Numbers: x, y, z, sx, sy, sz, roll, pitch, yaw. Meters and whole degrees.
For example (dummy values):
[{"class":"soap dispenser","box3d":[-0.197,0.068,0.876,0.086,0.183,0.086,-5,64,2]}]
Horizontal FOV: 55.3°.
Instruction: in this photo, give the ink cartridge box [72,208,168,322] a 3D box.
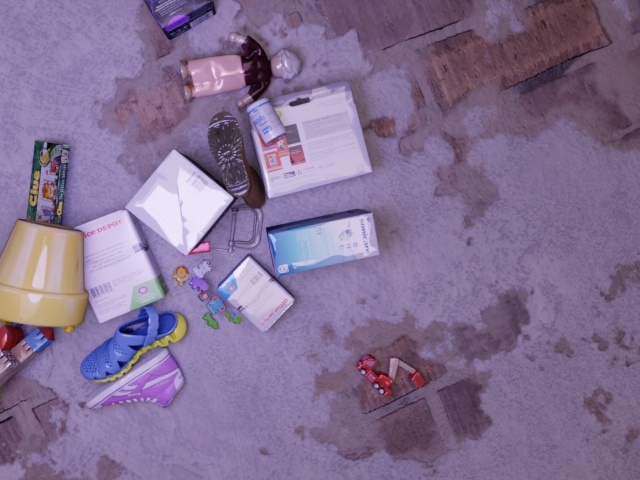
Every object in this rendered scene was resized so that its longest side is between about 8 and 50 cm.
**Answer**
[{"class":"ink cartridge box","box3d":[-0.582,0.067,1.740,0.198,0.115,0.273,-22,98,-4]}]

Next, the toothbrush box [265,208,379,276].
[{"class":"toothbrush box","box3d":[0.000,0.000,1.755,0.295,0.216,0.126,-11,97,-5]}]

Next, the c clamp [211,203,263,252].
[{"class":"c clamp","box3d":[-0.242,-0.036,1.819,0.137,0.022,0.161,12,94,-9]}]

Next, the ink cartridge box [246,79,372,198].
[{"class":"ink cartridge box","box3d":[-0.037,-0.287,1.765,0.309,0.130,0.272,-14,95,-6]}]

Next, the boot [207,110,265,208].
[{"class":"boot","box3d":[-0.226,-0.210,1.683,0.089,0.269,0.236,-11,88,4]}]

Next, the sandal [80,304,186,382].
[{"class":"sandal","box3d":[-0.549,0.282,1.744,0.317,0.138,0.126,-35,55,-8]}]

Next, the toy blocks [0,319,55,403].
[{"class":"toy blocks","box3d":[-0.926,0.243,1.683,0.261,0.191,0.381,-43,82,-8]}]

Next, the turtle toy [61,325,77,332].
[{"class":"turtle toy","box3d":[-0.742,0.210,1.760,0.130,0.066,0.095,26,68,-7]}]

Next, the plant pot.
[{"class":"plant pot","box3d":[-0.717,0.076,1.573,0.254,0.254,0.239,12,89,-8]}]

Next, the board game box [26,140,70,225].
[{"class":"board game box","box3d":[-0.762,-0.143,1.703,0.136,0.030,0.260,11,96,35]}]

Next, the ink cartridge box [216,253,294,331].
[{"class":"ink cartridge box","box3d":[-0.192,0.155,1.814,0.190,0.082,0.139,44,90,-10]}]

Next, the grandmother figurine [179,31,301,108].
[{"class":"grandmother figurine","box3d":[-0.222,-0.489,1.744,0.342,0.104,0.208,-10,124,-9]}]

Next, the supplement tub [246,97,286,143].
[{"class":"supplement tub","box3d":[-0.146,-0.323,1.652,0.071,0.071,0.107,-30,93,-3]}]

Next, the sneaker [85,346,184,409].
[{"class":"sneaker","box3d":[-0.536,0.453,1.796,0.282,0.102,0.161,-29,104,-1]}]

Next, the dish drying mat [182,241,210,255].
[{"class":"dish drying mat","box3d":[-0.370,0.024,1.817,0.083,0.008,0.032,-8,96,-7]}]

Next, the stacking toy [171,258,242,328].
[{"class":"stacking toy","box3d":[-0.324,0.158,1.763,0.052,0.167,0.221,-42,104,-34]}]

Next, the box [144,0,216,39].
[{"class":"box","box3d":[-0.424,-0.718,1.666,0.165,0.143,0.270,-30,98,-3]}]

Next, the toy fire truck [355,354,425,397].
[{"class":"toy fire truck","box3d":[0.217,0.412,1.908,0.135,0.047,0.192,-43,98,-2]}]

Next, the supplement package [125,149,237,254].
[{"class":"supplement package","box3d":[-0.366,-0.105,1.672,0.199,0.262,0.198,40,90,-6]}]
